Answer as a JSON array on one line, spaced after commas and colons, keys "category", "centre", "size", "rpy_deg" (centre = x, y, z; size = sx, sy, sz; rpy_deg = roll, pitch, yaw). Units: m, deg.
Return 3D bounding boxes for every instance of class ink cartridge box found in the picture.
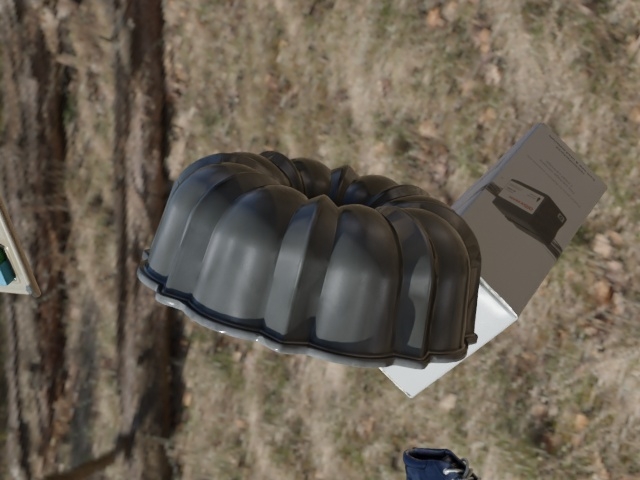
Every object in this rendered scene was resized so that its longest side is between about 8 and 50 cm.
[{"category": "ink cartridge box", "centre": [0.194, 0.021, 1.341], "size": [0.307, 0.129, 0.223], "rpy_deg": [-44, -2, -45]}]

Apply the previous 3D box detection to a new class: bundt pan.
[{"category": "bundt pan", "centre": [0.000, 0.000, 1.019], "size": [0.331, 0.331, 0.124], "rpy_deg": [36, 118, 58]}]

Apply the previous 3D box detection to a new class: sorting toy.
[{"category": "sorting toy", "centre": [-0.454, -0.015, 1.342], "size": [0.208, 0.193, 0.038], "rpy_deg": [6, 35, 32]}]

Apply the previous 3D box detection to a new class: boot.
[{"category": "boot", "centre": [0.174, 0.303, 1.304], "size": [0.190, 0.069, 0.086], "rpy_deg": [0, 104, 44]}]
